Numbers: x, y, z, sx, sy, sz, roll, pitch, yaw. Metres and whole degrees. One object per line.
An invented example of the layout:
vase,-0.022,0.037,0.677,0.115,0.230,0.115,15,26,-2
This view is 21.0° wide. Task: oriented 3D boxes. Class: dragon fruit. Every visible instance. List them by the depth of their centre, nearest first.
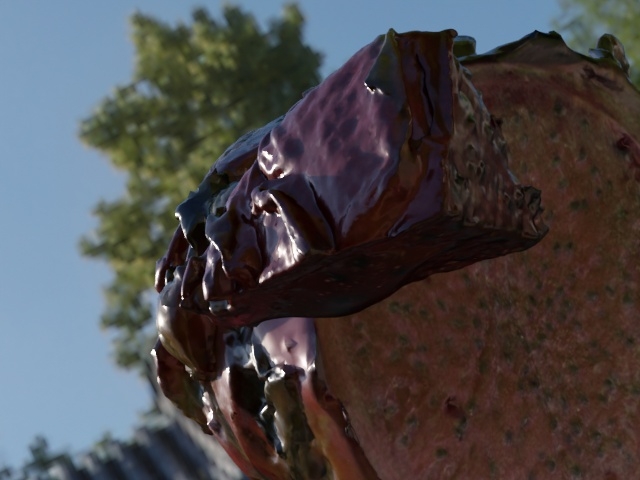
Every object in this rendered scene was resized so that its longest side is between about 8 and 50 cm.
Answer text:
dragon fruit,0.000,0.002,0.534,0.131,0.063,0.097,-20,-52,27
dragon fruit,0.044,0.049,0.981,0.314,0.296,0.263,-28,8,-35
